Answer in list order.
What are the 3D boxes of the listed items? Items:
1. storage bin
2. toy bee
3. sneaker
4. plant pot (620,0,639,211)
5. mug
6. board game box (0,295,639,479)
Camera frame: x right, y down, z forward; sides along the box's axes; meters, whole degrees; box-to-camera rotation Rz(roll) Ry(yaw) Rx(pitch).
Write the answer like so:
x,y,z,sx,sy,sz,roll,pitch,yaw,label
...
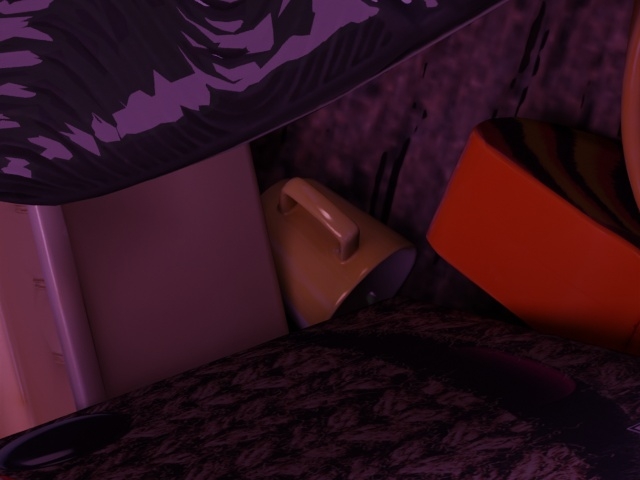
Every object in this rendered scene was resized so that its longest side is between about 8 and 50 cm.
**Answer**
x,y,z,sx,sy,sz,roll,pitch,yaw,label
-0.139,0.040,0.715,0.260,0.123,0.262,3,111,44,storage bin
0.178,0.063,0.585,0.195,0.162,0.298,-47,59,41,toy bee
0.075,-0.163,0.440,0.447,0.257,0.169,-44,80,0,sneaker
0.197,-0.084,0.458,0.205,0.188,0.205,8,130,10,plant pot
0.001,0.000,0.692,0.064,0.062,0.078,43,131,18,mug
-0.021,0.140,0.497,0.232,0.291,0.141,11,116,58,board game box
